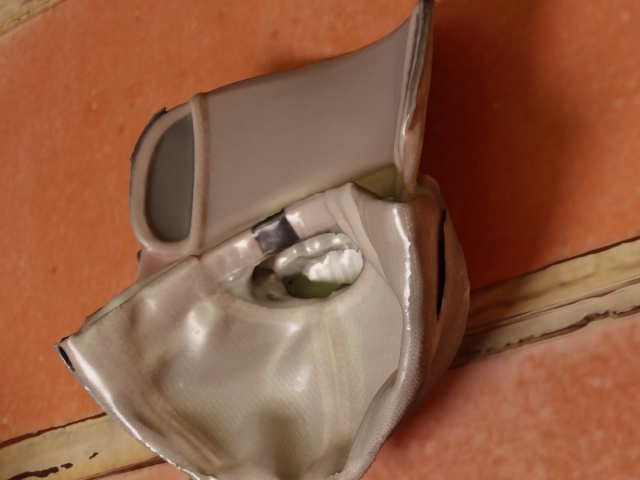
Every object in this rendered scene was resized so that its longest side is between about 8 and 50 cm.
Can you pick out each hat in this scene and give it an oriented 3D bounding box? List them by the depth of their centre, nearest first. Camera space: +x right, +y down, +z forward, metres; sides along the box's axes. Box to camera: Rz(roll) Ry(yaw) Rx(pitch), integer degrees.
[{"bbox_3d":[0.000,0.000,0.726,0.219,0.164,0.226,-18,25,36],"label":"hat"}]
